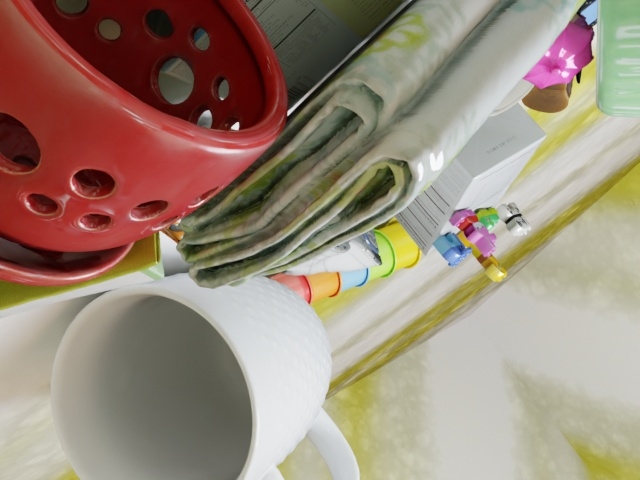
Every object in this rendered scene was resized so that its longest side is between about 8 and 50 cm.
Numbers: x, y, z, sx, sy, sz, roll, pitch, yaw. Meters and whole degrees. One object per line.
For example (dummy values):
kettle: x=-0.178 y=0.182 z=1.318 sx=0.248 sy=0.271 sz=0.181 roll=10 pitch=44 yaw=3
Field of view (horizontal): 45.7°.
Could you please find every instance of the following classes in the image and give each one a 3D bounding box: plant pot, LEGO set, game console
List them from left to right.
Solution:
plant pot: x=-0.140 y=-0.079 z=0.440 sx=0.174 sy=0.191 sz=0.191 roll=-40 pitch=164 yaw=33
LEGO set: x=0.249 y=0.011 z=1.132 sx=0.087 sy=0.093 sz=0.227 roll=-46 pitch=161 yaw=29
game console: x=0.393 y=-0.300 z=1.089 sx=0.107 sy=0.071 sz=0.122 roll=-38 pitch=164 yaw=7

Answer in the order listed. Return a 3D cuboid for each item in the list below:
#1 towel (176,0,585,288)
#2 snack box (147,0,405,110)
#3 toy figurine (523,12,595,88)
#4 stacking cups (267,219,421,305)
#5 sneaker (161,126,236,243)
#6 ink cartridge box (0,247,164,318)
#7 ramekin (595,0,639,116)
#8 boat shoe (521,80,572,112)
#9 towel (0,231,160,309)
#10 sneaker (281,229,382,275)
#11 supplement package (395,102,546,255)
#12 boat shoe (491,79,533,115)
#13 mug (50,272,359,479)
towel: x=0.068 y=-0.124 z=0.587 sx=0.374 sy=0.090 sz=0.320 roll=-49 pitch=-169 yaw=-30
snack box: x=0.026 y=-0.232 z=0.572 sx=0.322 sy=0.060 sz=0.187 roll=-41 pitch=164 yaw=15
toy figurine: x=0.221 y=-0.232 z=0.784 sx=0.173 sy=0.159 sz=0.130 roll=-27 pitch=161 yaw=-29
stacking cups: x=0.029 y=0.049 z=1.306 sx=0.316 sy=0.096 sz=0.096 roll=-19 pitch=157 yaw=-33
sneaker: x=-0.125 y=-0.070 z=0.693 sx=0.121 sy=0.099 sz=0.262 roll=-54 pitch=164 yaw=-8
ink cartridge box: x=-0.279 y=0.021 z=0.672 sx=0.235 sy=0.056 sz=0.171 roll=-13 pitch=164 yaw=6
ramekin: x=0.346 y=-0.259 z=0.731 sx=0.148 sy=0.303 sz=0.303 roll=1 pitch=174 yaw=20
boat shoe: x=0.347 y=-0.249 z=1.141 sx=0.207 sy=0.073 sz=0.073 roll=36 pitch=67 yaw=-79
towel: x=-0.227 y=0.014 z=0.542 sx=0.237 sy=0.102 sz=0.021 roll=-16 pitch=139 yaw=3
sneaker: x=0.000 y=0.000 z=1.117 sx=0.129 sy=0.111 sz=0.297 roll=-25 pitch=163 yaw=20
supplement package: x=0.194 y=-0.106 z=1.107 sx=0.139 sy=0.134 sz=0.244 roll=-30 pitch=162 yaw=-21
boat shoe: x=0.135 y=-0.185 z=0.897 sx=0.335 sy=0.095 sz=0.112 roll=-29 pitch=127 yaw=-33
mug: x=-0.097 y=0.208 z=0.976 sx=0.276 sy=0.374 sz=0.328 roll=-47 pitch=167 yaw=18
